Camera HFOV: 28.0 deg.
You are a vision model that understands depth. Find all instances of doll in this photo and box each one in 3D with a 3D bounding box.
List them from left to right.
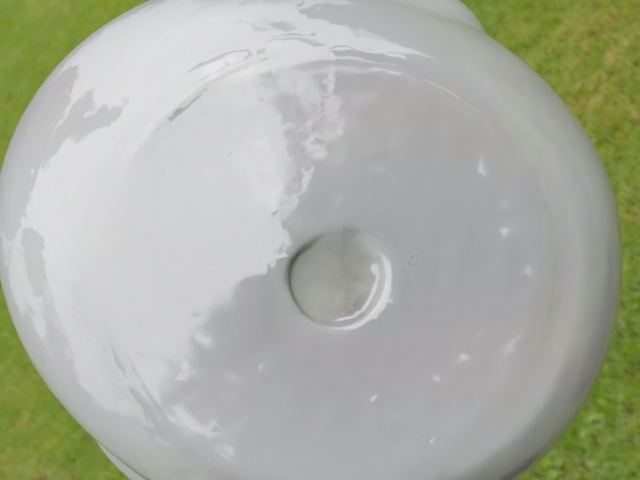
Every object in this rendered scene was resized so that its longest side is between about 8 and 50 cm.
[{"bbox_3d":[0.000,0.000,0.511,0.221,0.251,0.221,-167,90,-78],"label":"doll"}]
